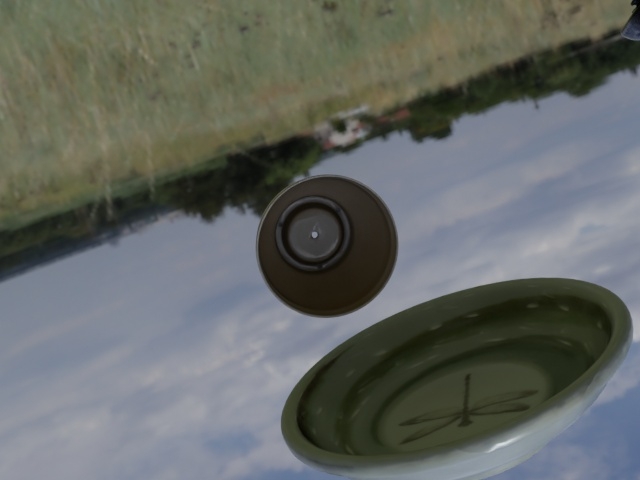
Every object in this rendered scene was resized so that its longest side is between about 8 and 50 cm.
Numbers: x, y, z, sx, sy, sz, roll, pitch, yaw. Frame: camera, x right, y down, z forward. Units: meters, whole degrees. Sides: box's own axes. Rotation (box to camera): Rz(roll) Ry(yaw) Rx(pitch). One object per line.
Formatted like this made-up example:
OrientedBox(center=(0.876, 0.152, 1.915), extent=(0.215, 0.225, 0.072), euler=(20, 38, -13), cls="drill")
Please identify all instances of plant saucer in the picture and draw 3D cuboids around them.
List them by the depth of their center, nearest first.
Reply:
OrientedBox(center=(0.157, 0.172, 1.208), extent=(0.401, 0.100, 0.400), euler=(-19, -164, 6), cls="plant saucer")

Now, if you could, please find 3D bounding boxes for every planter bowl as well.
OrientedBox(center=(0.000, 0.000, 1.260), extent=(0.162, 0.162, 0.109), euler=(-21, -169, -6), cls="planter bowl")

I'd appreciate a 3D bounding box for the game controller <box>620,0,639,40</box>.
OrientedBox(center=(0.539, -0.409, 1.511), extent=(0.319, 0.067, 0.166), euler=(-47, -178, 4), cls="game controller")
